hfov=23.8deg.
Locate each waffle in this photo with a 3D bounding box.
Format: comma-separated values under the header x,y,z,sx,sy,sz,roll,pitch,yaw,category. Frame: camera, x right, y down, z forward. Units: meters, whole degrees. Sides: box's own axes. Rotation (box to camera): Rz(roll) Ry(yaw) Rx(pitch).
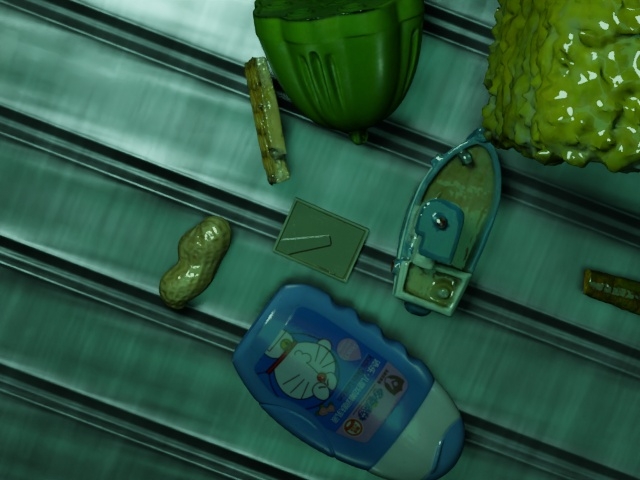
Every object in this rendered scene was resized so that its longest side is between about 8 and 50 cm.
x,y,z,sx,sy,sz,roll,pitch,yaw,category
-0.057,-0.125,1.595,0.021,0.092,0.135,-13,94,-9,waffle

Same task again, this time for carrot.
x,y,z,sx,sy,sz,roll,pitch,yaw,category
0.361,0.071,1.633,0.171,0.042,0.042,19,95,-1,carrot

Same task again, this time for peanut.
x,y,z,sx,sy,sz,roll,pitch,yaw,category
-0.134,0.023,1.631,0.054,0.054,0.113,31,95,-2,peanut

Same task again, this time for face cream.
x,y,z,sx,sy,sz,roll,pitch,yaw,category
0.037,0.164,1.625,0.264,0.083,0.149,35,98,-3,face cream

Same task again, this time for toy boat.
x,y,z,sx,sy,sz,roll,pitch,yaw,category
0.138,-0.017,1.598,0.088,0.102,0.215,20,95,-3,toy boat

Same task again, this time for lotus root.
x,y,z,sx,sy,sz,roll,pitch,yaw,category
0.028,-0.178,1.566,0.186,0.186,0.186,0,95,1,lotus root

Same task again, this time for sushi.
x,y,z,sx,sy,sz,roll,pitch,yaw,category
0.346,-0.170,1.435,0.352,0.396,0.240,6,96,-7,sushi

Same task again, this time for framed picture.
x,y,z,sx,sy,sz,roll,pitch,yaw,category
0.000,0.000,1.648,0.089,0.006,0.066,23,96,-1,framed picture
